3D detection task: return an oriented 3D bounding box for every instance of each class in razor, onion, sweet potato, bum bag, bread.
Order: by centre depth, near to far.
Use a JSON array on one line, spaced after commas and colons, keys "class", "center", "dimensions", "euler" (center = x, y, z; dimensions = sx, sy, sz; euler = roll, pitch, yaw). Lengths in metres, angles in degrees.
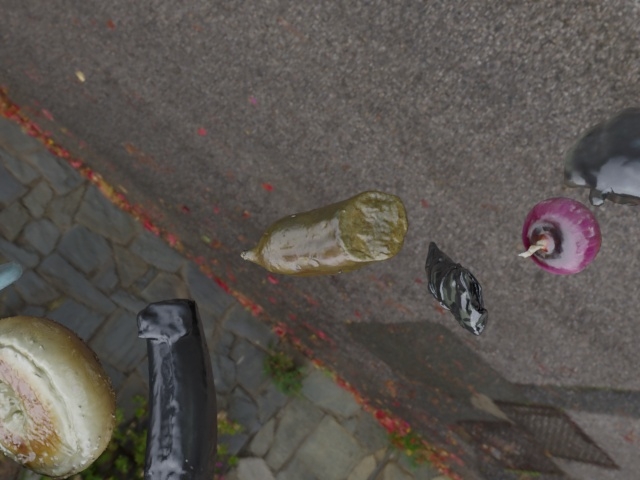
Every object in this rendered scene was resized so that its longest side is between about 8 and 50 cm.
[{"class": "razor", "center": [-0.224, 0.260, 1.132], "dimensions": [0.107, 0.326, 0.189], "euler": [-6, 161, -3]}, {"class": "bread", "center": [-0.491, 0.271, 1.266], "dimensions": [0.306, 0.159, 0.305], "euler": [9, 112, 22]}, {"class": "sweet potato", "center": [0.000, 0.000, 1.457], "dimensions": [0.370, 0.157, 0.158], "euler": [-13, 126, 37]}, {"class": "onion", "center": [0.538, -0.010, 1.587], "dimensions": [0.177, 0.177, 0.153], "euler": [25, -168, 29]}, {"class": "bum bag", "center": [0.297, 0.101, 1.618], "dimensions": [0.340, 0.095, 0.144], "euler": [-110, 2, -76]}]

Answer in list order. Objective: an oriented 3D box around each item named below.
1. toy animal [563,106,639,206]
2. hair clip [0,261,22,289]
[{"class": "toy animal", "center": [0.194, -0.094, 0.238], "dimensions": [0.168, 0.106, 0.343], "euler": [48, 129, 28]}, {"class": "hair clip", "center": [-0.609, 0.048, 0.821], "dimensions": [0.318, 0.392, 0.238], "euler": [8, 133, 56]}]
